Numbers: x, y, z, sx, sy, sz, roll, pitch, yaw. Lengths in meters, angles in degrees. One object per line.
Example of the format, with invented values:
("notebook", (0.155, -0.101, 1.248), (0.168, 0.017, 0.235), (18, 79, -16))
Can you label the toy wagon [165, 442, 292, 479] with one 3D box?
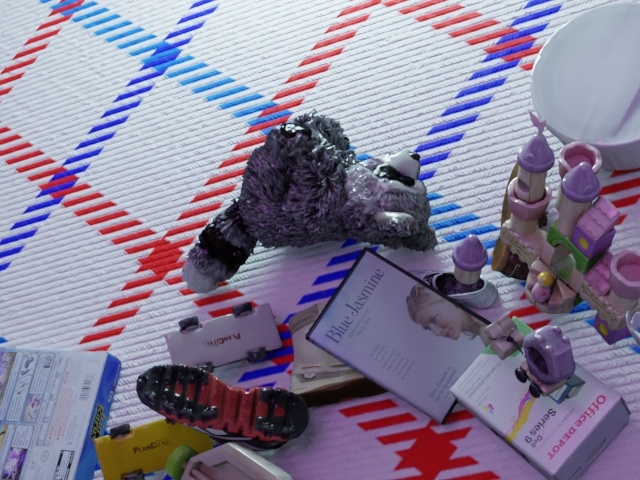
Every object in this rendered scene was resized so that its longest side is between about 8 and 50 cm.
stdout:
("toy wagon", (-0.163, 0.489, 1.854), (0.267, 0.068, 0.344), (27, 99, 34))

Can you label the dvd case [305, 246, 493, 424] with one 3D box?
("dvd case", (0.129, 0.145, 1.874), (0.253, 0.022, 0.180), (31, 72, 9))

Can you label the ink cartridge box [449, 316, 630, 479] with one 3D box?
("ink cartridge box", (0.323, 0.239, 1.768), (0.154, 0.093, 0.212), (-47, 57, -4))

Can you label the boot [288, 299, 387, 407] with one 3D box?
("boot", (0.045, 0.172, 1.950), (0.213, 0.077, 0.165), (-15, 56, 19))

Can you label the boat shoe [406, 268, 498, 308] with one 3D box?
("boat shoe", (0.192, 0.074, 1.936), (0.184, 0.063, 0.066), (11, 69, 30))

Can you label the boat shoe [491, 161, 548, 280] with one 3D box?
("boat shoe", (0.328, -0.033, 1.931), (0.073, 0.073, 0.207), (17, 72, -8))

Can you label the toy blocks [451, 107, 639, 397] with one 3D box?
("toy blocks", (0.356, -0.005, 1.704), (0.309, 0.260, 0.288), (-29, 58, -20))

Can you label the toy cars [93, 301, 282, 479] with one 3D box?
("toy cars", (-0.221, 0.257, 2.021), (0.176, 0.087, 0.394), (33, 78, -1))

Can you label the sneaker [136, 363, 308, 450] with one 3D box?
("sneaker", (-0.162, 0.274, 1.913), (0.276, 0.135, 0.098), (14, 58, -6))

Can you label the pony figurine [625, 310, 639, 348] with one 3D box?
("pony figurine", (0.521, 0.285, 1.529), (0.363, 0.302, 0.351), (-62, 36, 12))

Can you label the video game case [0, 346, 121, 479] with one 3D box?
("video game case", (-0.498, 0.327, 2.137), (0.244, 0.061, 0.270), (0, 64, 25))

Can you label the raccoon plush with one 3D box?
("raccoon plush", (0.000, 0.000, 2.047), (0.299, 0.216, 0.446), (48, 119, 22))

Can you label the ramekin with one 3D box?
("ramekin", (0.482, -0.235, 1.922), (0.272, 0.127, 0.273), (-12, 59, 20))
